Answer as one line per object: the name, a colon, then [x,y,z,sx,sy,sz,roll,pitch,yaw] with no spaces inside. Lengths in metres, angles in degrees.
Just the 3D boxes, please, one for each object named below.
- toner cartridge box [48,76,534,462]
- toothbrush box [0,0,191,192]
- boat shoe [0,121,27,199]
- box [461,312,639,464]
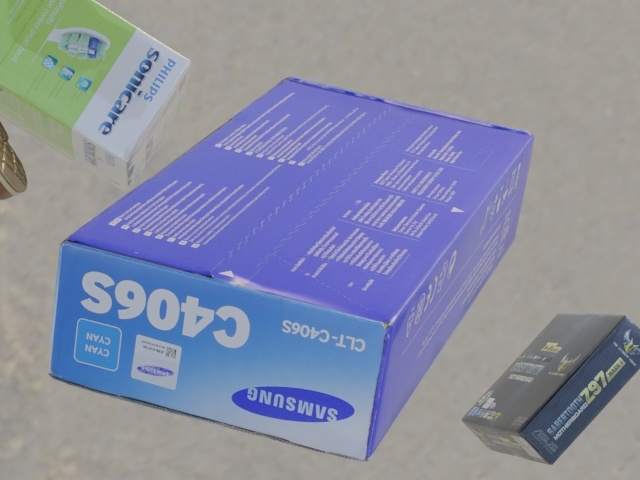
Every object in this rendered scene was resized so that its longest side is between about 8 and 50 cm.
toner cartridge box: [0.000,0.000,1.048,0.165,0.075,0.348,13,21,14]
toothbrush box: [-0.276,-0.179,1.873,0.283,0.206,0.122,33,81,0]
boat shoe: [-0.279,-0.071,1.553,0.064,0.060,0.178,59,-4,-31]
box: [0.271,0.167,2.242,0.183,0.232,0.059,-45,98,-9]
